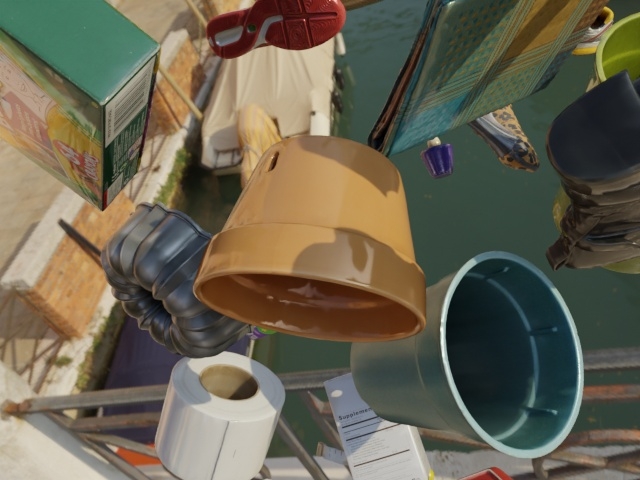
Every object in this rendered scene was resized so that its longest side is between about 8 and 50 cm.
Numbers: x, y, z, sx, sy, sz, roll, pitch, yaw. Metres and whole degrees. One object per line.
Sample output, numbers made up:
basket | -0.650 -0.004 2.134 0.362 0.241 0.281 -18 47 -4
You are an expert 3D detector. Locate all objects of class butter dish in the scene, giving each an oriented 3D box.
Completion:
butter dish | 0.346 0.570 1.105 0.159 0.118 0.160 -14 4 -10

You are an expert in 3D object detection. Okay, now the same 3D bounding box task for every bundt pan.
bundt pan | -0.280 0.095 0.990 0.330 0.331 0.124 13 44 35

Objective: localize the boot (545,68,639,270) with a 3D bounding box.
boot | 0.295 -0.063 0.405 0.263 0.229 0.091 -22 61 21

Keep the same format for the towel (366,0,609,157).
towel | 0.239 -0.252 0.694 0.370 0.271 0.040 -27 69 -25

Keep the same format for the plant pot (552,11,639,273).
plant pot | 0.579 -0.130 0.902 0.366 0.353 0.366 1 57 -1

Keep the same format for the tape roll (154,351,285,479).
tape roll | -0.214 0.372 1.130 0.246 0.169 0.246 17 16 -5

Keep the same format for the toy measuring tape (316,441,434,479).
toy measuring tape | 0.157 0.619 1.503 0.330 0.121 0.121 11 49 11

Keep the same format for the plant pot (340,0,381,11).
plant pot | 0.098 -0.581 1.070 0.254 0.237 0.237 -7 39 -11

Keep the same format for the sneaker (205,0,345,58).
sneaker | -0.052 -0.336 0.787 0.221 0.087 0.128 4 36 24

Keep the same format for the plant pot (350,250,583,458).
plant pot | 0.248 0.224 1.021 0.334 0.341 0.341 -26 24 55

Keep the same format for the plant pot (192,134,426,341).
plant pot | 0.000 0.000 0.696 0.290 0.291 0.203 -1 66 24

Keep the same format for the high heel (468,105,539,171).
high heel | 0.439 -0.237 1.213 0.186 0.093 0.261 44 36 10

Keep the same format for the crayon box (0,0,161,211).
crayon box | -0.374 -0.215 0.660 0.106 0.313 0.363 -58 11 -24

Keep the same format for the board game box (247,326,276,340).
board game box | -0.152 0.213 1.807 0.275 0.142 0.144 -23 34 26

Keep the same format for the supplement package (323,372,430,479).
supplement package | 0.146 0.473 1.348 0.175 0.177 0.293 -20 74 9

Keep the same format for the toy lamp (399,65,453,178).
toy lamp | 0.257 -0.283 1.251 0.080 0.080 0.275 -13 84 12

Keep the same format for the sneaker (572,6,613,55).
sneaker | 0.500 -0.439 1.101 0.225 0.093 0.088 -14 61 -9
